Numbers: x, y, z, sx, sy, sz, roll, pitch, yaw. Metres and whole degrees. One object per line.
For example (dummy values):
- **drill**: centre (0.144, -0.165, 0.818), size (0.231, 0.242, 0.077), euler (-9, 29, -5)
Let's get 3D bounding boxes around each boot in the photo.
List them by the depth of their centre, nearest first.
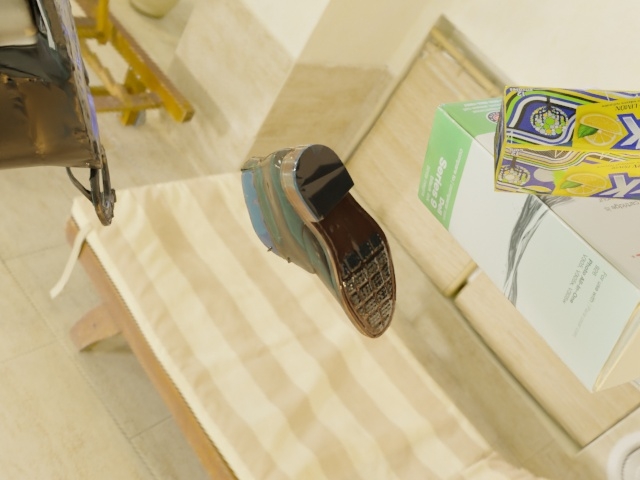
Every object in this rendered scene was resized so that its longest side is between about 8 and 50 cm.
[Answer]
- **boot**: centre (0.000, 0.000, 0.716), size (0.082, 0.106, 0.219), euler (-40, 120, -31)

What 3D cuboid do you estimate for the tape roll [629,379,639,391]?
- **tape roll**: centre (0.397, 0.137, 0.824), size (0.219, 0.072, 0.219), euler (39, 1, 0)

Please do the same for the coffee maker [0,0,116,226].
- **coffee maker**: centre (-0.193, -0.064, 0.304), size (0.178, 0.171, 0.120), euler (-11, 21, -11)

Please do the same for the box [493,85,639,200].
- **box**: centre (0.208, -0.064, 0.489), size (0.169, 0.059, 0.054), euler (3, 61, 6)

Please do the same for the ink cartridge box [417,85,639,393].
- **ink cartridge box**: centre (0.256, -0.019, 0.668), size (0.211, 0.121, 0.289), euler (-10, 42, -22)
